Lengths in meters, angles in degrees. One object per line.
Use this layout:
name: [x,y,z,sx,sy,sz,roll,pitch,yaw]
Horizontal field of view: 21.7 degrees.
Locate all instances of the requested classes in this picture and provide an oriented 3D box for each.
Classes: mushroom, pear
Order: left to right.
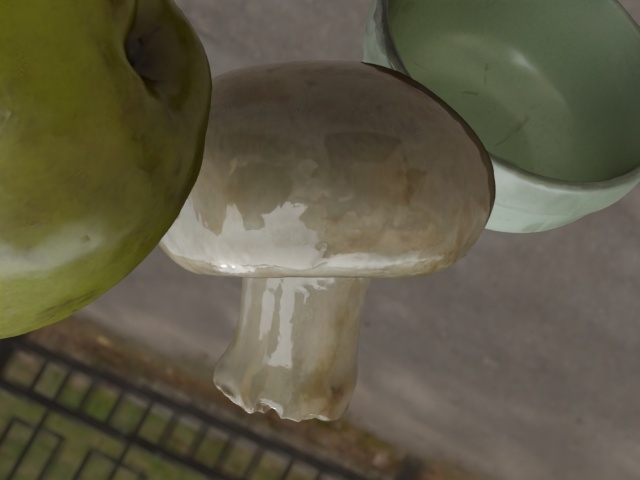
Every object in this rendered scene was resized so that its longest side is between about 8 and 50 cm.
pear: [-0.216,-0.065,1.010,0.307,0.253,0.253,-18,141,19]
mushroom: [0.000,0.000,1.357,0.297,0.290,0.297,0,-177,0]

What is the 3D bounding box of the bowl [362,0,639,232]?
bowl: [0.168,-0.133,1.584,0.307,0.307,0.163,29,139,-2]
